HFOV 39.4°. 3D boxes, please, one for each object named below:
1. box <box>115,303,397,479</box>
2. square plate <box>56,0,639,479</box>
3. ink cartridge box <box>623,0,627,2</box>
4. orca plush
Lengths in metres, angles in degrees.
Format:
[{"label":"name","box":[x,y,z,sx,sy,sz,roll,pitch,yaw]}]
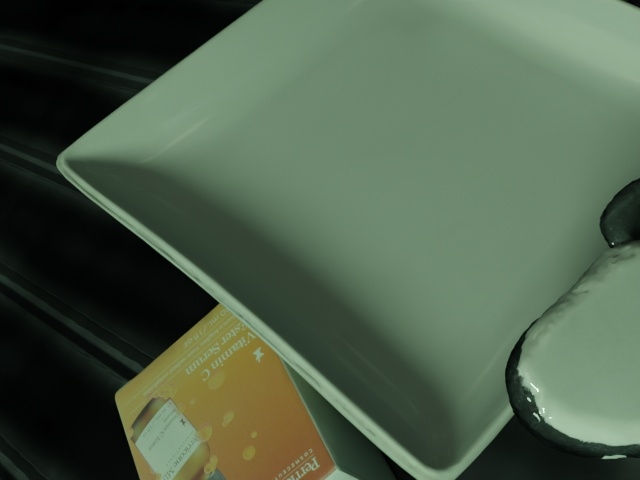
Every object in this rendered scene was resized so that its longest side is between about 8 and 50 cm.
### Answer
[{"label":"box","box":[-0.045,0.139,0.597,0.130,0.091,0.170,-41,44,7]},{"label":"square plate","box":[0.061,-0.064,0.584,0.347,0.049,0.344,-42,57,-20]},{"label":"ink cartridge box","box":[0.184,-0.239,0.702,0.099,0.056,0.135,-12,55,32]},{"label":"orca plush","box":[0.213,0.031,0.466,0.287,0.102,0.151,-38,74,-19]}]
